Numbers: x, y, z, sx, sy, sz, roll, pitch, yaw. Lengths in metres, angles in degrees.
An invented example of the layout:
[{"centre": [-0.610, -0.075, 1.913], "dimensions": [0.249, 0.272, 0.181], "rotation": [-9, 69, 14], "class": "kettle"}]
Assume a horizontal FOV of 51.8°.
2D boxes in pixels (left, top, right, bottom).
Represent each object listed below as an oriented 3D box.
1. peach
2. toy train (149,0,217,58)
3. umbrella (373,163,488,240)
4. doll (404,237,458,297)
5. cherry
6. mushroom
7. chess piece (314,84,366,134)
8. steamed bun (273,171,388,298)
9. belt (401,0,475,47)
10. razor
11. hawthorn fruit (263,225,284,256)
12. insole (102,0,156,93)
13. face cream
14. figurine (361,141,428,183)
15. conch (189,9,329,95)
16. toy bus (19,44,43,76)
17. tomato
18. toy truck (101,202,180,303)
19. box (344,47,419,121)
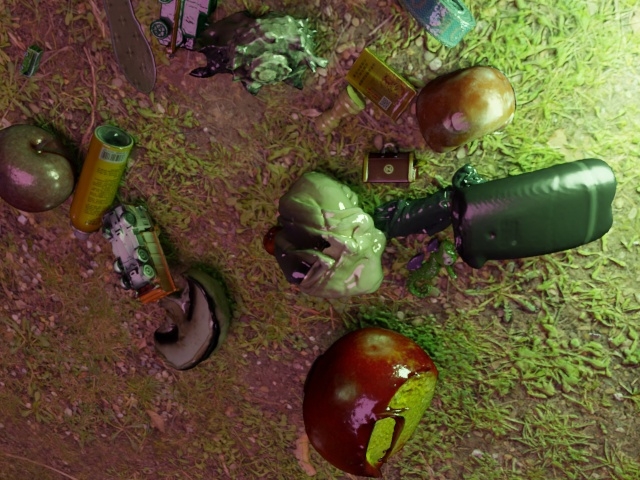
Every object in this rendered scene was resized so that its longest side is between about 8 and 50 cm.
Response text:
[{"centre": [0.111, 0.413, 1.727], "dimensions": [0.310, 0.335, 0.405], "rotation": [31, 130, 24], "class": "peach"}, {"centre": [-0.308, -0.521, 1.506], "dimensions": [0.136, 0.091, 0.227], "rotation": [13, 120, -1], "class": "toy train"}, {"centre": [0.242, -0.067, 1.568], "dimensions": [0.349, 0.094, 0.143], "rotation": [-24, 113, 28], "class": "umbrella"}, {"centre": [0.281, 0.072, 1.656], "dimensions": [0.115, 0.050, 0.190], "rotation": [44, 123, 0], "class": "doll"}, {"centre": [-0.771, -0.191, 1.755], "dimensions": [0.285, 0.213, 0.236], "rotation": [-37, 79, 42], "class": "cherry"}, {"centre": [-0.367, 0.223, 1.906], "dimensions": [0.247, 0.130, 0.344], "rotation": [37, 122, 26], "class": "mushroom"}, {"centre": [0.042, -0.300, 1.530], "dimensions": [0.122, 0.066, 0.066], "rotation": [-34, 103, 35], "class": "chess piece"}, {"centre": [0.000, 0.000, 1.569], "dimensions": [0.320, 0.206, 0.275], "rotation": [54, 141, 30], "class": "steamed bun"}, {"centre": [0.232, -0.468, 1.332], "dimensions": [0.082, 0.148, 0.163], "rotation": [-42, 55, 33], "class": "belt"}, {"centre": [0.460, -0.057, 1.434], "dimensions": [0.349, 0.113, 0.204], "rotation": [-13, 122, 0], "class": "razor"}, {"centre": [-0.102, 0.010, 1.734], "dimensions": [0.081, 0.081, 0.093], "rotation": [-30, 134, 28], "class": "hawthorn fruit"}, {"centre": [-0.476, -0.516, 1.610], "dimensions": [0.109, 0.007, 0.322], "rotation": [-3, 117, 18], "class": "insole"}, {"centre": [-0.608, -0.142, 1.793], "dimensions": [0.105, 0.105, 0.348], "rotation": [30, 122, 0], "class": "face cream"}, {"centre": [0.177, -0.183, 1.547], "dimensions": [0.154, 0.082, 0.098], "rotation": [-1, 97, 18], "class": "figurine"}, {"centre": [-0.143, -0.406, 1.431], "dimensions": [0.313, 0.241, 0.186], "rotation": [13, 105, 22], "class": "conch"}, {"centre": [-0.752, -0.465, 1.711], "dimensions": [0.037, 0.031, 0.083], "rotation": [30, 122, -11], "class": "toy bus"}, {"centre": [0.304, -0.271, 1.410], "dimensions": [0.214, 0.155, 0.180], "rotation": [-25, 103, 28], "class": "tomato"}, {"centre": [-0.492, 0.033, 1.798], "dimensions": [0.114, 0.135, 0.270], "rotation": [-26, 81, 24], "class": "toy truck"}, {"centre": [0.136, -0.349, 1.477], "dimensions": [0.156, 0.022, 0.089], "rotation": [41, 124, 8], "class": "box"}]
